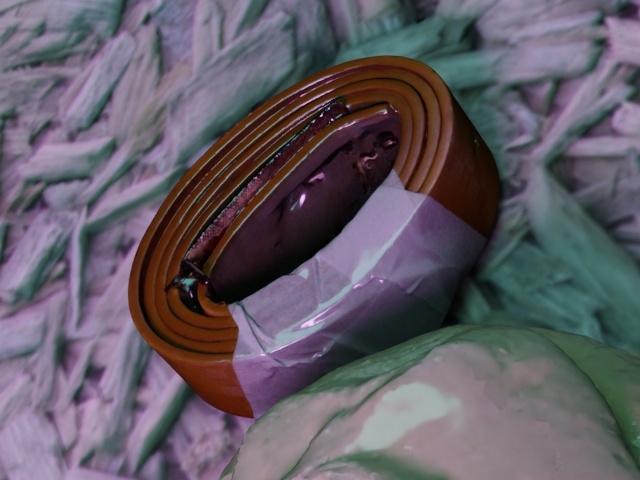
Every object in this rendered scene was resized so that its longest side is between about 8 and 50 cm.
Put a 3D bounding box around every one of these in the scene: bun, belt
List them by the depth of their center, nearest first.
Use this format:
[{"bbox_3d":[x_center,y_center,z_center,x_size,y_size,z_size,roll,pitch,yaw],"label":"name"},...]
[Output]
[{"bbox_3d":[0.079,0.202,0.901,0.365,0.219,0.365,-9,63,19],"label":"bun"},{"bbox_3d":[0.000,0.000,1.123,0.261,0.105,0.184,-46,51,-6],"label":"belt"}]
